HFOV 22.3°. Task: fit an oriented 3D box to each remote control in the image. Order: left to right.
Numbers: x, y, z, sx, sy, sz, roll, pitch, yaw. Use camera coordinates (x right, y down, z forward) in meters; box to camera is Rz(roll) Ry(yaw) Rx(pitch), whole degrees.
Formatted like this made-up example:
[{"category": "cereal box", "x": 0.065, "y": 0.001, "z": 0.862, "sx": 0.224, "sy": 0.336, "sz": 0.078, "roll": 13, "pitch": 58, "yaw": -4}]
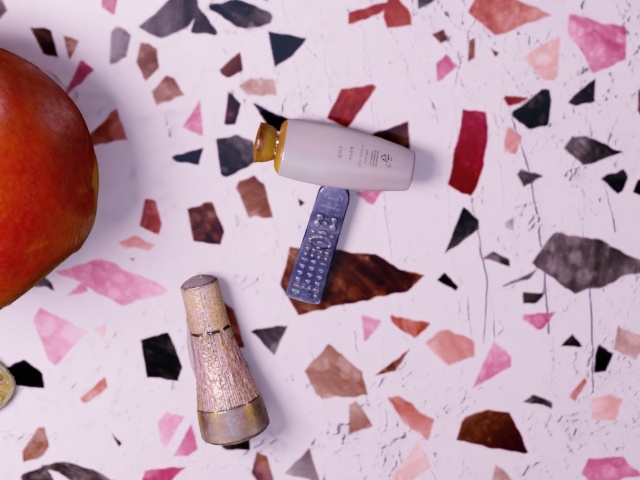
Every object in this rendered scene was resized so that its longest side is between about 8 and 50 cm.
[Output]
[{"category": "remote control", "x": 0.000, "y": 0.001, "z": 1.892, "sx": 0.043, "sy": 0.027, "sz": 0.152, "roll": 13, "pitch": 109, "yaw": -11}]

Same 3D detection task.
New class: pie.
[{"category": "pie", "x": -0.407, "y": 0.171, "z": 1.943, "sx": 0.084, "sy": 0.021, "sz": 0.084, "roll": -1, "pitch": 112, "yaw": -2}]

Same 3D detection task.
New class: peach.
[{"category": "peach", "x": -0.406, "y": -0.074, "z": 1.735, "sx": 0.332, "sy": 0.308, "sz": 0.308, "roll": 45, "pitch": 103, "yaw": 4}]

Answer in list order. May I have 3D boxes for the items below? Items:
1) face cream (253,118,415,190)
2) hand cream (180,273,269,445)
[{"category": "face cream", "x": 0.015, "y": -0.095, "z": 1.843, "sx": 0.182, "sy": 0.051, "sz": 0.072, "roll": 10, "pitch": 77, "yaw": -5}, {"category": "hand cream", "x": -0.122, "y": 0.137, "z": 1.910, "sx": 0.084, "sy": 0.084, "sz": 0.203, "roll": -13, "pitch": 103, "yaw": 3}]
